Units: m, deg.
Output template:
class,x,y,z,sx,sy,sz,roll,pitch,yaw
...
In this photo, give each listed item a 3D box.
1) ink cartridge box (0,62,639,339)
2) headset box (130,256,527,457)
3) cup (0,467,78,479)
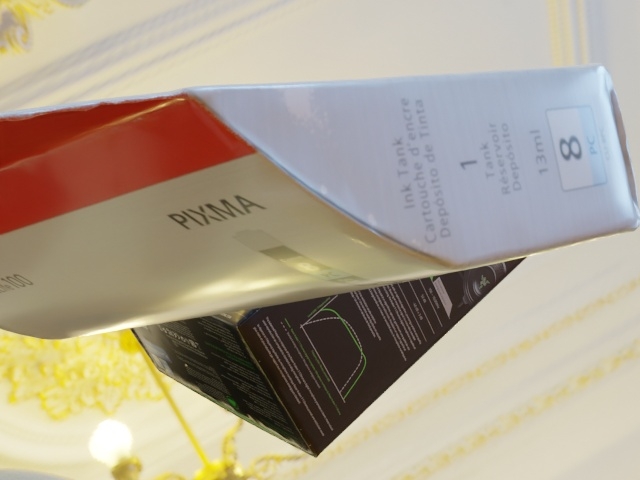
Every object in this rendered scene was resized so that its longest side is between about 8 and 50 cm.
class,x,y,z,sx,sy,sz,roll,pitch,yaw
ink cartridge box,-0.092,0.005,0.535,0.385,0.308,0.091,-12,-90,-43
headset box,0.000,0.000,0.958,0.283,0.246,0.131,-41,-59,-23
cup,-0.372,0.387,1.336,0.331,0.331,0.237,-35,-38,-5
